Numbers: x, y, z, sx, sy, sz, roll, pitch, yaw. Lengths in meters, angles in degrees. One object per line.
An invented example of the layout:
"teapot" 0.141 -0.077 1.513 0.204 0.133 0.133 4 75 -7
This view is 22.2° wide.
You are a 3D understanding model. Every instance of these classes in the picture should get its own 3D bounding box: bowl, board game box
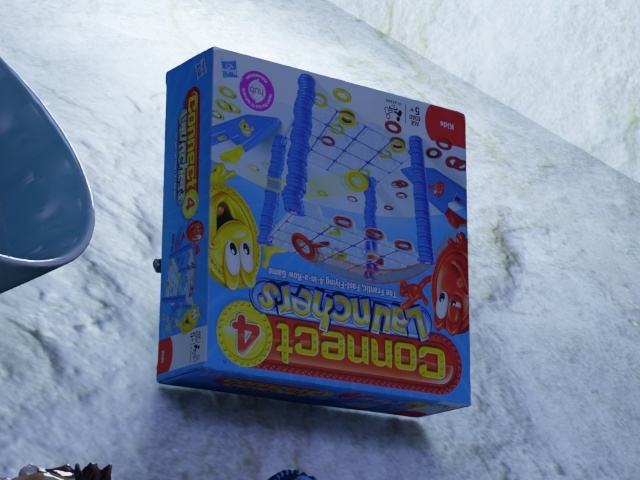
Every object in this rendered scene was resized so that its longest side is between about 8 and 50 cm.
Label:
"bowl" -0.357 -0.053 1.346 0.311 0.163 0.311 41 22 -21
"board game box" 0.000 0.000 1.550 0.308 0.302 0.086 11 -19 -34

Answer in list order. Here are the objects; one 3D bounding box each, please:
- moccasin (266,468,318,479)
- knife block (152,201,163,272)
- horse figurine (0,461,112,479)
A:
"moccasin" 0.018 0.259 1.162 0.137 0.117 0.342 19 21 -19
"knife block" -0.034 -0.032 1.654 0.088 0.276 0.242 42 -4 36
"horse figurine" -0.177 0.181 1.101 0.174 0.066 0.263 14 -12 -35
